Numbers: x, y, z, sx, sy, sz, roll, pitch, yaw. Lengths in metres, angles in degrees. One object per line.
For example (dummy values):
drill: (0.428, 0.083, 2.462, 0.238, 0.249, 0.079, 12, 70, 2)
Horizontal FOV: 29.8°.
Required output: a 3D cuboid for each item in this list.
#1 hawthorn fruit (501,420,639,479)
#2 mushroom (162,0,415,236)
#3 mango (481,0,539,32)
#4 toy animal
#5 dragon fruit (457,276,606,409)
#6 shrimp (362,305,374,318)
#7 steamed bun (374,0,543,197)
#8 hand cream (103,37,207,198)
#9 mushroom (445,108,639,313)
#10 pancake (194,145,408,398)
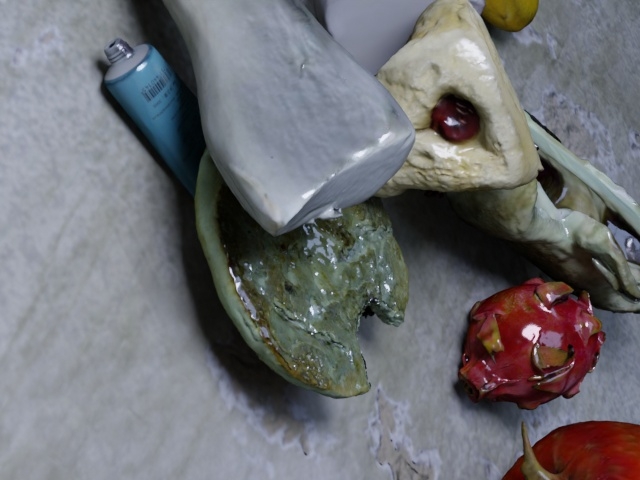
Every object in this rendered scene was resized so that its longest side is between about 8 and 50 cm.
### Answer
hawthorn fruit: (0.279, 0.293, 1.119, 0.262, 0.258, 0.258, 6, 67, -19)
mushroom: (-0.057, -0.150, 0.940, 0.159, 0.122, 0.328, 1, 50, -56)
mango: (0.196, -0.335, 1.401, 0.137, 0.098, 0.195, -23, 100, -53)
toy animal: (0.028, -0.303, 1.122, 0.206, 0.271, 0.265, -4, 51, -22)
dragon fruit: (0.203, 0.103, 1.203, 0.166, 0.136, 0.133, -25, 59, -25)
shrimp: (0.000, 0.000, 1.081, 0.091, 0.034, 0.161, -18, 85, -52)
steamed bun: (0.091, -0.107, 1.039, 0.172, 0.155, 0.141, 63, 15, -11)
hand cream: (-0.103, -0.079, 1.000, 0.224, 0.048, 0.083, 52, 43, -29)
mushroom: (0.238, -0.025, 1.247, 0.344, 0.130, 0.247, 26, 30, -45)
pancake: (-0.013, 0.006, 1.006, 0.254, 0.037, 0.253, 26, 52, -39)
